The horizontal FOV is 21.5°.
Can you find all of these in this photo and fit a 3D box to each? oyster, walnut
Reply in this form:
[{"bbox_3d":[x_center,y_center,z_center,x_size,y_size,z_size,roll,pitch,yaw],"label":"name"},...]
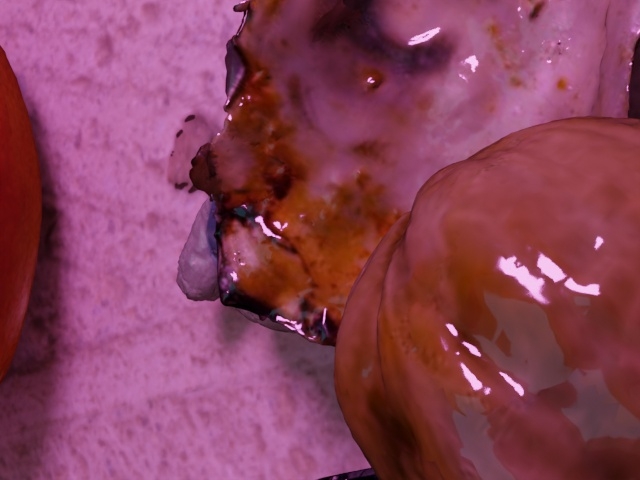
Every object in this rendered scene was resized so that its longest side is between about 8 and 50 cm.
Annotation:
[{"bbox_3d":[0.057,-0.114,0.842,0.221,0.096,0.361,10,98,10],"label":"oyster"},{"bbox_3d":[0.148,0.068,0.689,0.283,0.283,0.227,60,141,23],"label":"walnut"}]

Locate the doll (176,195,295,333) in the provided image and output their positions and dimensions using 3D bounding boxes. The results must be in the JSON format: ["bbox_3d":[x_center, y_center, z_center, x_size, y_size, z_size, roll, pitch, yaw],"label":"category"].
[{"bbox_3d":[0.000,0.000,0.948,0.214,0.071,0.103,-7,88,37],"label":"doll"}]

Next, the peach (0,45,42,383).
[{"bbox_3d":[-0.325,0.000,1.141,0.306,0.242,0.380,21,93,19],"label":"peach"}]

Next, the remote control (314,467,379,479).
[{"bbox_3d":[0.073,0.159,0.904,0.266,0.066,0.090,-17,67,46],"label":"remote control"}]
